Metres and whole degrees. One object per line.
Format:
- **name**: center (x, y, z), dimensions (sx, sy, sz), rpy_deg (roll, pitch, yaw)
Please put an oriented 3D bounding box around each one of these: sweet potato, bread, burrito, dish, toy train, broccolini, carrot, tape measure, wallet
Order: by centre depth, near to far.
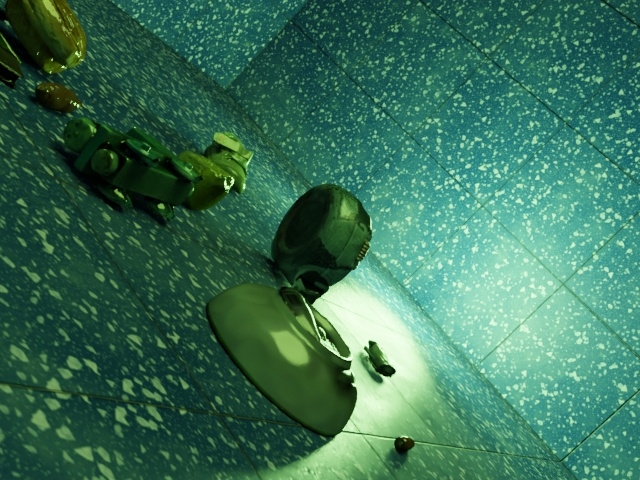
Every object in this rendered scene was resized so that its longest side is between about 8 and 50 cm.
- **dish**: center (-0.037, 0.176, 1.476), dimensions (0.324, 0.124, 0.324), rpy_deg (44, 8, -8)
- **wallet**: center (-0.633, -0.360, 1.543), dimensions (0.198, 0.031, 0.110), rpy_deg (37, 12, -40)
- **toy train**: center (-0.353, -0.145, 1.582), dimensions (0.194, 0.120, 0.298), rpy_deg (40, 6, 19)
- **sweet potato**: center (-0.509, -0.278, 1.686), dimensions (0.056, 0.056, 0.195), rpy_deg (45, 3, 6)
- **carrot**: center (0.170, 0.405, 1.694), dimensions (0.032, 0.032, 0.093), rpy_deg (48, 4, 22)
- **broccolini**: center (-0.667, -0.442, 1.760), dimensions (0.271, 0.062, 0.123), rpy_deg (56, 17, 25)
- **bread**: center (-0.589, -0.464, 1.836), dimensions (0.198, 0.120, 0.236), rpy_deg (61, -2, -22)
- **bread**: center (-0.273, -0.133, 1.919), dimensions (0.114, 0.111, 0.129), rpy_deg (44, 9, 25)
- **tape measure**: center (0.000, 0.000, 2.076), dimensions (0.147, 0.275, 0.256), rpy_deg (35, 7, -30)
- **burrito**: center (0.142, 0.288, 2.105), dimensions (0.074, 0.044, 0.118), rpy_deg (34, 17, -36)

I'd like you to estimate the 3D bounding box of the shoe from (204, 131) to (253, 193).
- **shoe**: center (-0.274, -0.237, 2.469), dimensions (0.140, 0.128, 0.262), rpy_deg (26, 12, -22)
